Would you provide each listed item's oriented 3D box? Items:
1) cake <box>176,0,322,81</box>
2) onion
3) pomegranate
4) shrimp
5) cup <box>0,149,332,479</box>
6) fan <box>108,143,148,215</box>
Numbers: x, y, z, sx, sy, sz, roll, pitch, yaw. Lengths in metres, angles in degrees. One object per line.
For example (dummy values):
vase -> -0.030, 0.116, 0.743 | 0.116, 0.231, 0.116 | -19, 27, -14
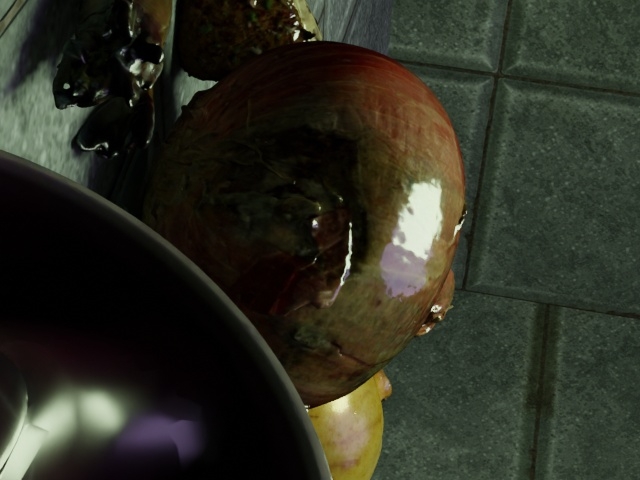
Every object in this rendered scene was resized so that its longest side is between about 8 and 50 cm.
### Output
cake -> -0.104, -0.271, 1.206 | 0.112, 0.135, 0.246 | -84, 151, -70
onion -> -0.032, -0.006, 1.113 | 0.353, 0.353, 0.354 | 9, 90, -83
pomegranate -> -0.050, 0.188, 1.317 | 0.264, 0.264, 0.264 | 9, 90, -83
shrimp -> -0.149, -0.143, 0.948 | 0.289, 0.075, 0.178 | -92, -174, -48
cup -> -0.165, 0.107, 0.398 | 0.208, 0.288, 0.273 | -16, 147, -52
fan -> -0.184, 0.031, 1.032 | 0.057, 0.023, 0.282 | 104, 0, -58
